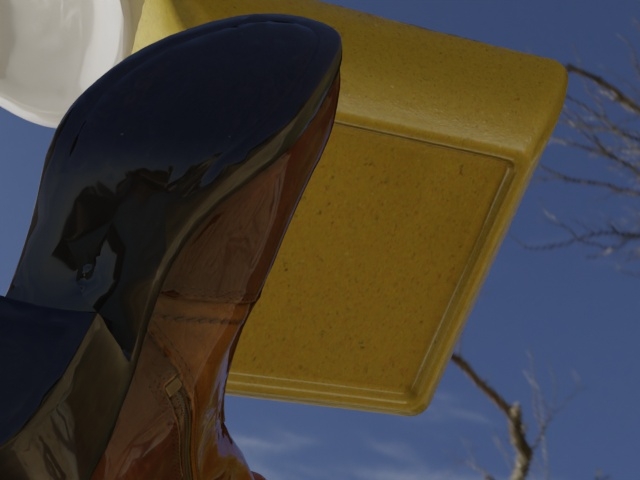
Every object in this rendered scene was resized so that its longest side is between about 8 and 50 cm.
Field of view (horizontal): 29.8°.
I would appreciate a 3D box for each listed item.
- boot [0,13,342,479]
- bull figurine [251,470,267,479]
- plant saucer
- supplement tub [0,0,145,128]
[{"bbox_3d":[-0.047,0.070,0.550,0.096,0.264,0.280,10,-36,20],"label":"boot"},{"bbox_3d":[-0.022,0.287,1.070,0.188,0.310,0.101,28,-89,-29],"label":"bull figurine"},{"bbox_3d":[0.000,0.000,0.892,0.333,0.081,0.332,10,-64,-22],"label":"plant saucer"},{"bbox_3d":[-0.148,-0.247,1.001,0.228,0.316,0.228,14,-58,24],"label":"supplement tub"}]
